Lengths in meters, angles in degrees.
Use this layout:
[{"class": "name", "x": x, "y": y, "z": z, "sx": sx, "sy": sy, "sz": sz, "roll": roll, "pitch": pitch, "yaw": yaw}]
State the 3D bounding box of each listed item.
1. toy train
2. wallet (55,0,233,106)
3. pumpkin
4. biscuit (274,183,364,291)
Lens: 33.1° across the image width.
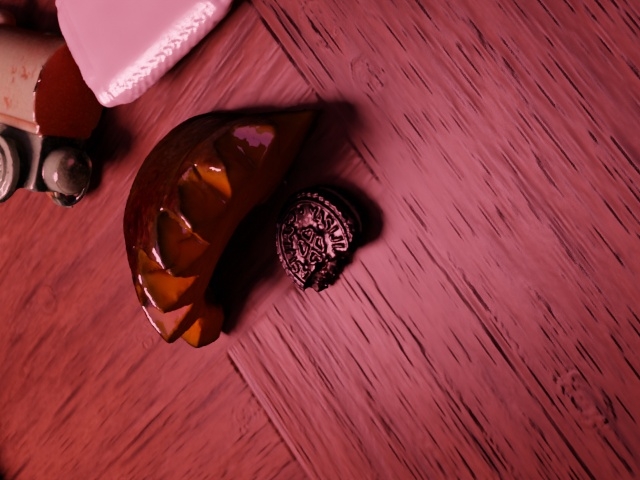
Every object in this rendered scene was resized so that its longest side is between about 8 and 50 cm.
[{"class": "toy train", "x": -0.316, "y": -0.134, "z": 1.037, "sx": 0.285, "sy": 0.116, "sz": 0.177, "roll": 18, "pitch": 102, "yaw": 37}, {"class": "wallet", "x": -0.145, "y": -0.202, "z": 0.898, "sx": 0.183, "sy": 0.032, "sz": 0.124, "roll": -35, "pitch": 78, "yaw": 33}, {"class": "pumpkin", "x": -0.124, "y": -0.030, "z": 0.878, "sx": 0.149, "sy": 0.130, "sz": 0.254, "roll": 43, "pitch": 128, "yaw": 22}, {"class": "biscuit", "x": 0.000, "y": 0.000, "z": 0.848, "sx": 0.087, "sy": 0.027, "sz": 0.089, "roll": 6, "pitch": 106, "yaw": 40}]
